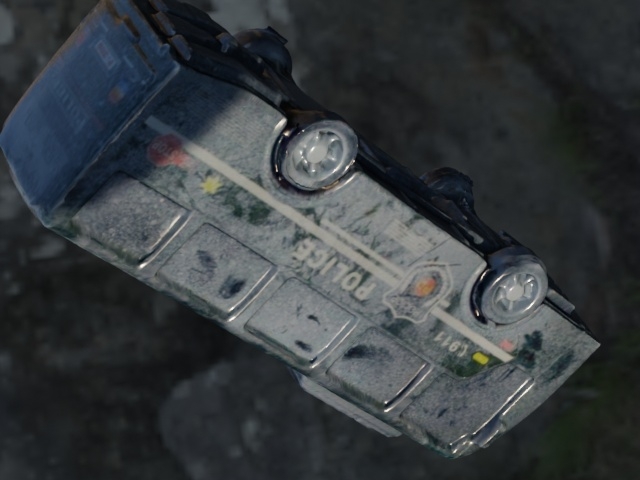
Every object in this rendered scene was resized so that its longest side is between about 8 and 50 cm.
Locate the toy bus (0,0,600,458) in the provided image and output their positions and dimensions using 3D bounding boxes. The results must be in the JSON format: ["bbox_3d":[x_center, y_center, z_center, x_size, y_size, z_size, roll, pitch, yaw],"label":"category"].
[{"bbox_3d":[0.000,0.000,0.454,0.065,0.166,0.047,-47,41,10],"label":"toy bus"}]
